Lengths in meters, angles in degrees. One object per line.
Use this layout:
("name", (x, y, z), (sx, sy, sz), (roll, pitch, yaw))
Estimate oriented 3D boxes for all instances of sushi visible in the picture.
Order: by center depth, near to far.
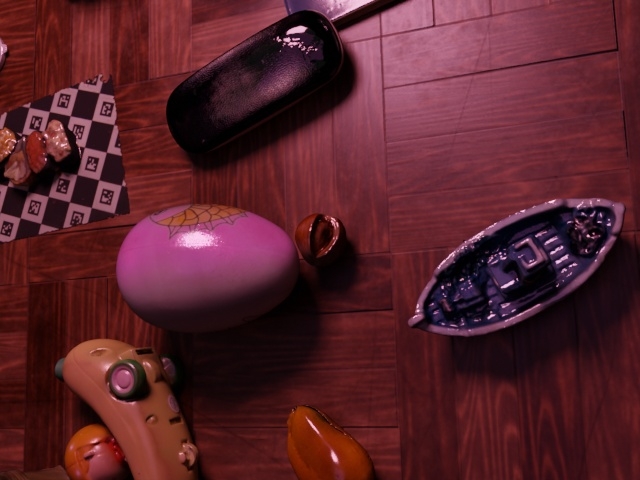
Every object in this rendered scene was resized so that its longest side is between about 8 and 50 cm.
("sushi", (-0.481, -0.145, 1.427), (0.290, 0.050, 0.263), (-14, 77, 20))

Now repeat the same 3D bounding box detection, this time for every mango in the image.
("mango", (0.012, 0.306, 1.142), (0.159, 0.084, 0.105), (51, 119, 41))

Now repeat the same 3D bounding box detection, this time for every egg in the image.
("egg", (-0.164, 0.042, 1.195), (0.272, 0.196, 0.196), (3, 83, 5))

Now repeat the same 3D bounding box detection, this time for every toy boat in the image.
("toy boat", (0.249, 0.036, 1.047), (0.309, 0.142, 0.129), (-31, 74, 15))

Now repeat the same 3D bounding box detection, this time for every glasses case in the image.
("glasses case", (-0.107, -0.243, 1.267), (0.315, 0.075, 0.122), (-28, 82, 20))

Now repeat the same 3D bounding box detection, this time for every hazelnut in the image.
("hazelnut", (0.000, 0.000, 1.185), (0.087, 0.086, 0.086), (-3, 81, 22))

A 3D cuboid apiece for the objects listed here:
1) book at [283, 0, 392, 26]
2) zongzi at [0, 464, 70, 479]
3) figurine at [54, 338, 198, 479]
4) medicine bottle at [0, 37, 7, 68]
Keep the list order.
("book", (0.012, -0.467, 1.284), (0.191, 0.025, 0.269), (-21, 75, 20))
("zongzi", (-0.512, 0.463, 1.260), (0.112, 0.221, 0.242), (37, 99, 38))
("figurine", (-0.303, 0.302, 1.250), (0.222, 0.124, 0.324), (-30, 76, 16))
("medicine bottle", (-0.669, -0.361, 1.445), (0.135, 0.215, 0.134), (-3, 81, 22))
